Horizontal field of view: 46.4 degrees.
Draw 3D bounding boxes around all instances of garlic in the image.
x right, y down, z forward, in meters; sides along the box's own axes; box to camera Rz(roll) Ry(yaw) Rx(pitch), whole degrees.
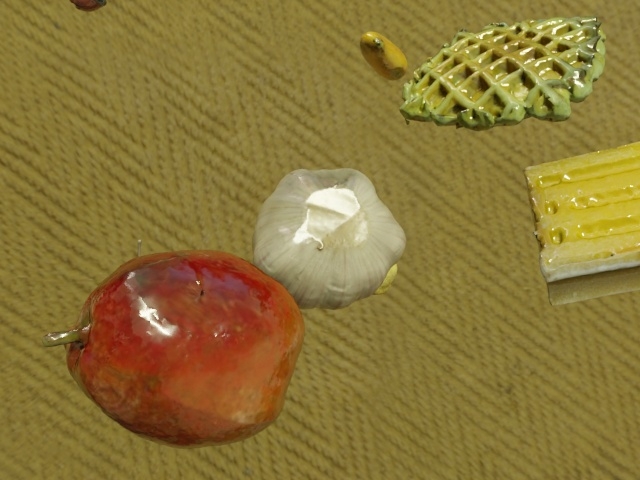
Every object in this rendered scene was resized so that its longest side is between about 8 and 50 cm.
[{"bbox_3d":[0.000,0.000,1.523,0.317,0.259,0.318,1,68,-3],"label":"garlic"}]

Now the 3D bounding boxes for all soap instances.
[{"bbox_3d":[0.461,-0.033,1.112,0.281,0.259,0.143,-9,128,16],"label":"soap"}]

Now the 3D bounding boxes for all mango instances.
[{"bbox_3d":[0.142,-0.424,1.711,0.098,0.190,0.075,33,96,30],"label":"mango"}]

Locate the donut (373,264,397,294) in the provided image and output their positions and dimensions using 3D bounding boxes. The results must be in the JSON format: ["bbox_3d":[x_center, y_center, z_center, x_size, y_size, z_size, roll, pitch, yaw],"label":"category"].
[{"bbox_3d":[0.103,0.041,1.703,0.178,0.162,0.065,28,121,-21],"label":"donut"}]

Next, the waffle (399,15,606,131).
[{"bbox_3d":[0.194,-0.180,0.785,0.214,0.207,0.054,-51,128,-37],"label":"waffle"}]

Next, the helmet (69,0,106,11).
[{"bbox_3d":[-0.418,-0.434,1.304,0.049,0.065,0.084,-30,92,18],"label":"helmet"}]

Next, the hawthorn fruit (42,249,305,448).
[{"bbox_3d":[-0.153,0.111,0.775,0.260,0.224,0.224,16,81,-47],"label":"hawthorn fruit"}]

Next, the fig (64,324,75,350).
[{"bbox_3d":[-0.571,0.236,1.839,0.125,0.089,0.089,-29,91,27],"label":"fig"}]

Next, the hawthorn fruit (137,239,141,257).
[{"bbox_3d":[-0.383,0.194,1.792,0.235,0.231,0.263,-43,56,16],"label":"hawthorn fruit"}]
